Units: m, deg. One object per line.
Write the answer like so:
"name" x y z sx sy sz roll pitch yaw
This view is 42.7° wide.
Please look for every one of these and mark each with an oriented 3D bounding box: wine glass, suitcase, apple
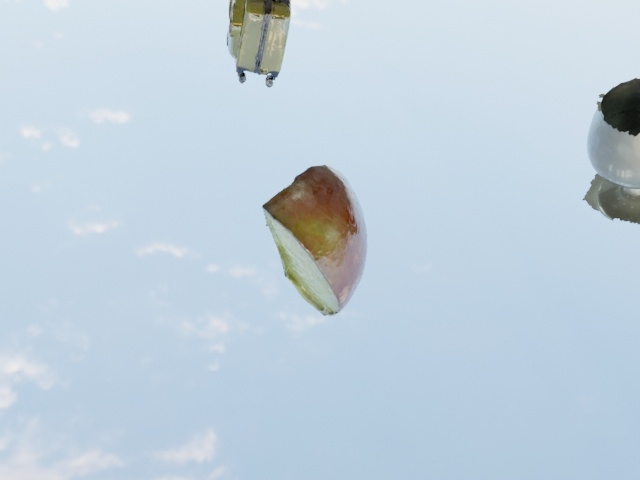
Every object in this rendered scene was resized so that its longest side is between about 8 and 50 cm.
"wine glass" 0.718 -0.198 1.855 0.238 0.323 0.238 -8 -131 10
"suitcase" -0.154 -0.523 1.995 0.143 0.235 0.194 6 -134 -11
"apple" 0.000 0.000 1.543 0.179 0.346 0.254 -10 -119 3
